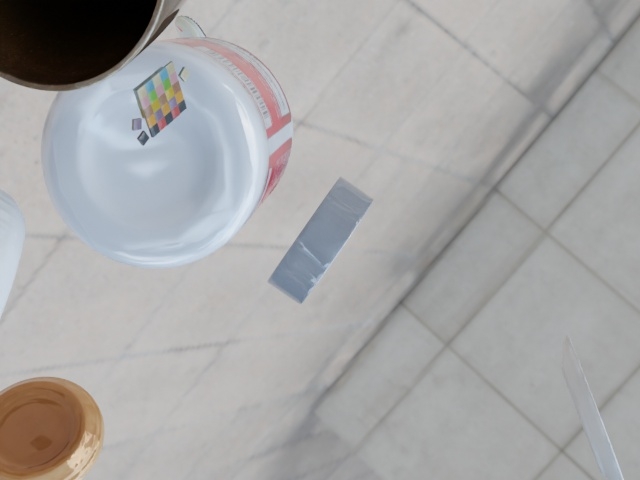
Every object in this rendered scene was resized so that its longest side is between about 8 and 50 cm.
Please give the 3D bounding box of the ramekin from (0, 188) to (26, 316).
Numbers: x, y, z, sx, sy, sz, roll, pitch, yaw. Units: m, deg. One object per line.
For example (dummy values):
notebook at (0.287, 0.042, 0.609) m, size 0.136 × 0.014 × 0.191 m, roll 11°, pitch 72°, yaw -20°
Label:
ramekin at (-0.354, 0.049, 0.964) m, size 0.273 × 0.127 × 0.273 m, roll -46°, pitch -150°, yaw 38°

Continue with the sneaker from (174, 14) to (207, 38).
sneaker at (-0.224, -0.320, 1.983) m, size 0.075 × 0.161 × 0.057 m, roll -33°, pitch 173°, yaw -12°

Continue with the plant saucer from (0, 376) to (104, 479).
plant saucer at (-0.416, 0.281, 1.640) m, size 0.200 × 0.200 × 0.037 m, roll -40°, pitch 150°, yaw -24°

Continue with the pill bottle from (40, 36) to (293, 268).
pill bottle at (-0.152, -0.118, 1.300) m, size 0.229 × 0.229 × 0.407 m, roll -51°, pitch -177°, yaw 12°

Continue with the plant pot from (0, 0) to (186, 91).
plant pot at (-0.178, -0.255, 0.934) m, size 0.215 × 0.215 × 0.230 m, roll -56°, pitch 177°, yaw 27°

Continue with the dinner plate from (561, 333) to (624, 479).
dinner plate at (0.221, 0.145, 0.924) m, size 0.017 × 0.141 × 0.141 m, roll -21°, pitch 166°, yaw 8°

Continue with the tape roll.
tape roll at (0.000, 0.000, 1.906) m, size 0.219 × 0.072 × 0.219 m, roll -56°, pitch -179°, yaw 1°

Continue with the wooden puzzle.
wooden puzzle at (-0.141, -0.124, 0.990) m, size 0.083 × 0.006 × 0.049 m, roll -48°, pitch 139°, yaw -37°
